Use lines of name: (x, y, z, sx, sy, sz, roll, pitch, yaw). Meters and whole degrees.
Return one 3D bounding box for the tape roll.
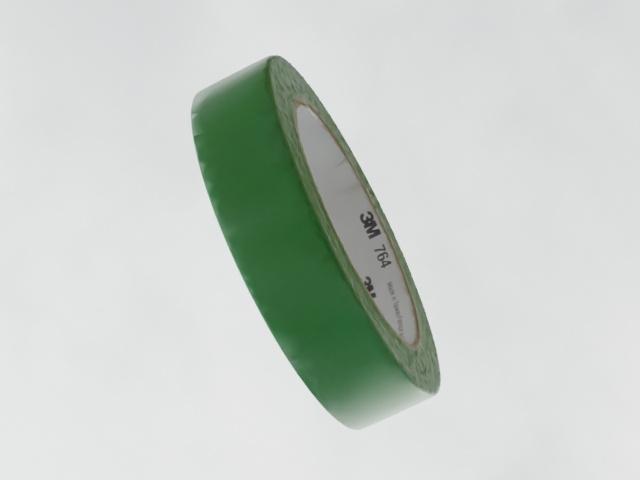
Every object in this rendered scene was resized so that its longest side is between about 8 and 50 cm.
tape roll: (0.000, 0.000, 1.355, 0.321, 0.077, 0.321, 60, -167, -23)
